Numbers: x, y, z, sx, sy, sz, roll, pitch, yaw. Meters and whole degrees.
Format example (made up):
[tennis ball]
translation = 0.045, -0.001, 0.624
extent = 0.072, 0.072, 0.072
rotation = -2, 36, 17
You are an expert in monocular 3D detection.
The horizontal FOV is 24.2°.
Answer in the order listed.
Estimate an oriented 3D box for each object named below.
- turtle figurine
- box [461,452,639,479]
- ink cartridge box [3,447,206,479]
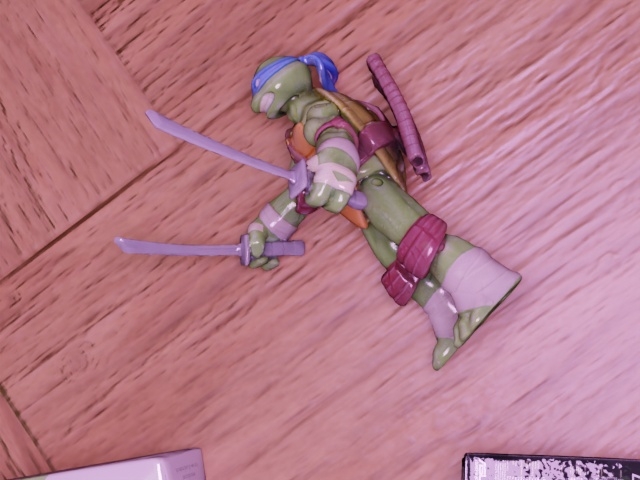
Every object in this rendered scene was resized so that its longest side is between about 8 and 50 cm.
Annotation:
[turtle figurine]
translation = 0.000, 0.000, 1.138
extent = 0.266, 0.275, 0.198
rotation = 43, 130, 7
[box]
translation = 0.178, 0.252, 1.123
extent = 0.147, 0.077, 0.180
rotation = 1, 80, 4
[ink cartridge box]
translation = -0.175, 0.357, 1.187
extent = 0.207, 0.119, 0.353
rotation = -10, 84, 10
